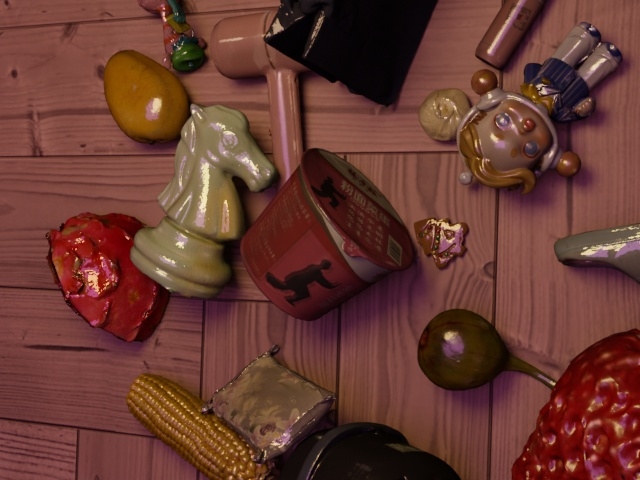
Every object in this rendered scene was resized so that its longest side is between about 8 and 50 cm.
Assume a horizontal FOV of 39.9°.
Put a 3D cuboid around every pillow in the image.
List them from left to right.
[{"bbox_3d":[-0.080,0.258,1.370,0.169,0.255,0.059,-37,114,-16],"label":"pillow"}]

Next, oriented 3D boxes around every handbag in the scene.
[{"bbox_3d":[0.064,-0.377,1.272,0.122,0.329,0.303,27,98,23],"label":"handbag"}]

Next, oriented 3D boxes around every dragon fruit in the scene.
[{"bbox_3d":[-0.365,0.039,1.530,0.189,0.163,0.261,-34,75,-12],"label":"dragon fruit"}]

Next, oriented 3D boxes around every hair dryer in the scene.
[{"bbox_3d":[-0.074,-0.202,1.448,0.189,0.107,0.344,-2,93,21],"label":"hair dryer"}]

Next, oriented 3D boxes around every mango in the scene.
[{"bbox_3d":[-0.306,-0.252,1.534,0.137,0.098,0.195,-39,68,18],"label":"mango"}]

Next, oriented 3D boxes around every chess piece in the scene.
[{"bbox_3d":[-0.181,-0.069,1.433,0.176,0.176,0.298,28,101,20],"label":"chess piece"}]

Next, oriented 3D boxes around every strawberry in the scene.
[{"bbox_3d":[0.386,0.276,1.160,0.345,0.317,0.295,-33,108,33],"label":"strawberry"}]

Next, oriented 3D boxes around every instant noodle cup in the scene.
[{"bbox_3d":[0.000,0.000,1.347,0.178,0.235,0.234,-41,75,25],"label":"instant noodle cup"}]

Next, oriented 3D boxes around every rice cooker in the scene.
[{"bbox_3d":[0.075,0.399,1.271,0.224,0.267,0.267,15,94,45],"label":"rice cooker"}]

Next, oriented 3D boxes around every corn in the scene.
[{"bbox_3d":[-0.201,0.323,1.470,0.305,0.106,0.106,28,98,24],"label":"corn"}]

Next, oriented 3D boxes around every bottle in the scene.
[{"bbox_3d":[0.289,-0.328,1.328,0.053,0.053,0.140,34,100,19],"label":"bottle"}]

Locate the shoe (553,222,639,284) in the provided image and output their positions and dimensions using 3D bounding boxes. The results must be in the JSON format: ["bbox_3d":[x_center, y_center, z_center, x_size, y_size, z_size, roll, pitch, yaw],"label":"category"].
[{"bbox_3d":[0.456,0.023,1.230,0.251,0.103,0.100,-9,84,26],"label":"shoe"}]

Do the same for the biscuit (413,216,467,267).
[{"bbox_3d":[0.185,-0.005,1.378,0.092,0.016,0.082,36,101,17],"label":"biscuit"}]

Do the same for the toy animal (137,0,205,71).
[{"bbox_3d":[-0.256,-0.398,1.516,0.100,0.103,0.208,-8,80,-23],"label":"toy animal"}]

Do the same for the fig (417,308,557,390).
[{"bbox_3d":[0.261,0.178,1.306,0.236,0.124,0.124,16,94,-2],"label":"fig"}]

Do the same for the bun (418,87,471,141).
[{"bbox_3d":[0.191,-0.195,1.360,0.086,0.055,0.086,-1,89,20],"label":"bun"}]

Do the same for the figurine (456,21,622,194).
[{"bbox_3d":[0.305,-0.196,1.285,0.194,0.133,0.274,22,90,-3],"label":"figurine"}]
